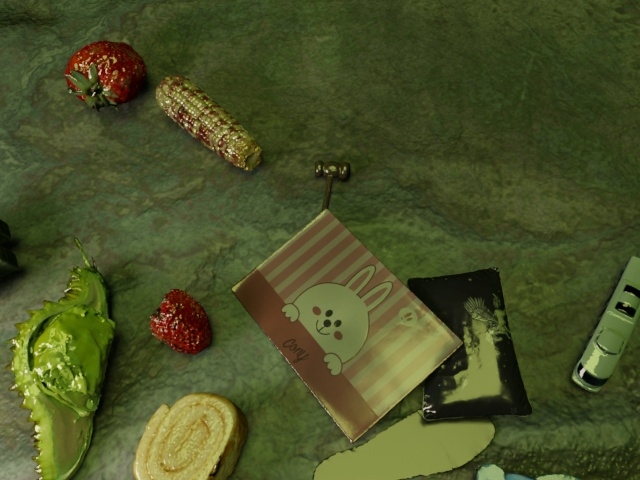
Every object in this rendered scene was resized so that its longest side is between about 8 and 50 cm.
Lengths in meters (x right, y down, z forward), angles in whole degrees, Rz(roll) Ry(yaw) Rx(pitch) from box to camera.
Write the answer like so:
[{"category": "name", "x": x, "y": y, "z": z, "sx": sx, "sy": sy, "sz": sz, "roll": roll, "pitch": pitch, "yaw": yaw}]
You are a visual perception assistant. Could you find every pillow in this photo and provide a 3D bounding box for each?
[{"category": "pillow", "x": 0.200, "y": 0.139, "z": 0.767, "sx": 0.141, "sy": 0.055, "sz": 0.208, "roll": -7, "pitch": 62, "yaw": 9}]

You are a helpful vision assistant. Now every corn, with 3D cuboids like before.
[{"category": "corn", "x": -0.192, "y": -0.206, "z": 0.969, "sx": 0.237, "sy": 0.079, "sz": 0.079, "roll": 39, "pitch": 72, "yaw": 20}]

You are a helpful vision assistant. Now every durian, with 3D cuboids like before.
[{"category": "durian", "x": -0.359, "y": 0.159, "z": 0.786, "sx": 0.132, "sy": 0.106, "sz": 0.375, "roll": 0, "pitch": 67, "yaw": 0}]

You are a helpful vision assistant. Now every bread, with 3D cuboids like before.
[{"category": "bread", "x": -0.171, "y": 0.269, "z": 0.727, "sx": 0.122, "sy": 0.073, "sz": 0.149, "roll": 20, "pitch": 66, "yaw": 17}]

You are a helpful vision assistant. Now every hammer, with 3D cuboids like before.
[{"category": "hammer", "x": 0.000, "y": 0.000, "z": 0.878, "sx": 0.058, "sy": 0.029, "sz": 0.292, "roll": 5, "pitch": 65, "yaw": 10}]

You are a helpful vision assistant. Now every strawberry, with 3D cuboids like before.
[{"category": "strawberry", "x": -0.200, "y": 0.121, "z": 0.806, "sx": 0.096, "sy": 0.083, "sz": 0.083, "roll": 44, "pitch": 71, "yaw": -14}, {"category": "strawberry", "x": -0.388, "y": -0.312, "z": 1.020, "sx": 0.131, "sy": 0.131, "sz": 0.148, "roll": 17, "pitch": 74, "yaw": 13}]

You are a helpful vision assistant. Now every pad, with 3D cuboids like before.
[{"category": "pad", "x": 0.026, "y": 0.106, "z": 0.800, "sx": 0.202, "sy": 0.005, "sz": 0.300, "roll": -40, "pitch": 61, "yaw": -6}]

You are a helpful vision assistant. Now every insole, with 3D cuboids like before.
[{"category": "insole", "x": 0.109, "y": 0.279, "z": 0.733, "sx": 0.253, "sy": 0.005, "sz": 0.086, "roll": -20, "pitch": 62, "yaw": -5}]

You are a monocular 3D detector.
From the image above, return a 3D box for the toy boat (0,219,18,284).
[{"category": "toy boat", "x": -0.637, "y": 0.073, "z": 0.868, "sx": 0.319, "sy": 0.092, "sz": 0.141, "roll": -28, "pitch": 64, "yaw": -1}]

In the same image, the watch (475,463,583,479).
[{"category": "watch", "x": 0.240, "y": 0.332, "z": 0.588, "sx": 0.211, "sy": 0.193, "sz": 0.211, "roll": -1, "pitch": 62, "yaw": 2}]

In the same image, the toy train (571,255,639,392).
[{"category": "toy train", "x": 0.407, "y": 0.114, "z": 0.766, "sx": 0.043, "sy": 0.047, "sz": 0.207, "roll": 29, "pitch": 68, "yaw": 20}]
